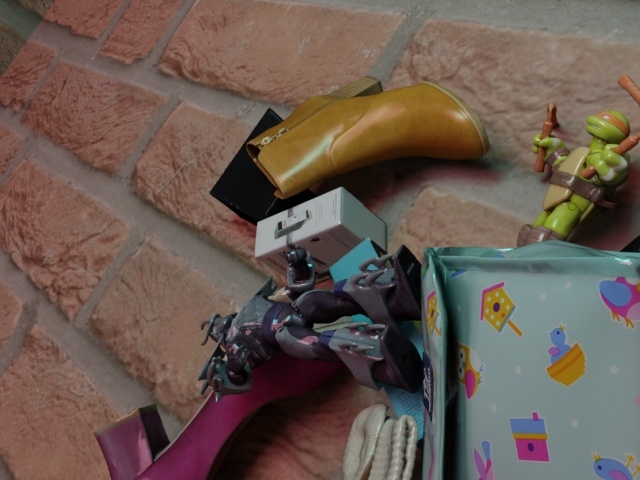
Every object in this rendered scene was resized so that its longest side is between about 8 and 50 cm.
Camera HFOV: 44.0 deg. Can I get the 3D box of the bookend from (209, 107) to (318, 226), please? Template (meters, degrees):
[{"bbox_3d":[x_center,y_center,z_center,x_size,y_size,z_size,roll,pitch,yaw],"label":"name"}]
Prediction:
[{"bbox_3d":[-0.054,-0.091,1.121,0.156,0.072,0.157,27,81,48],"label":"bookend"}]

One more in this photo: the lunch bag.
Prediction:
[{"bbox_3d":[0.159,0.112,0.575,0.262,0.160,0.223,2,94,56],"label":"lunch bag"}]

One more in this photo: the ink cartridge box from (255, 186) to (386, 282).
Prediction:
[{"bbox_3d":[0.000,0.000,0.984,0.135,0.099,0.056,-22,50,32],"label":"ink cartridge box"}]

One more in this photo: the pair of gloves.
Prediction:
[{"bbox_3d":[0.028,0.263,0.702,0.204,0.042,0.240,117,168,-80],"label":"pair of gloves"}]

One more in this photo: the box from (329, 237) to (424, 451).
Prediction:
[{"bbox_3d":[0.094,0.112,0.816,0.060,0.100,0.244,-39,43,13],"label":"box"}]

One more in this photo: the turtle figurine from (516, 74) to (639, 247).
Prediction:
[{"bbox_3d":[0.243,-0.045,0.784,0.217,0.087,0.269,-60,8,7],"label":"turtle figurine"}]

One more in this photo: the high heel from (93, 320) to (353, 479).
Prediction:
[{"bbox_3d":[-0.080,0.233,0.927,0.377,0.127,0.181,-28,80,16],"label":"high heel"}]

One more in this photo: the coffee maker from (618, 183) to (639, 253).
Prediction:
[{"bbox_3d":[0.272,0.064,0.692,0.178,0.120,0.171,-38,19,14],"label":"coffee maker"}]

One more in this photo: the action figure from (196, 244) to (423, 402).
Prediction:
[{"bbox_3d":[-0.023,0.081,0.793,0.285,0.099,0.185,-8,46,40],"label":"action figure"}]

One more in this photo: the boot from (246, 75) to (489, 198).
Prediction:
[{"bbox_3d":[0.044,-0.110,0.969,0.211,0.104,0.295,-35,33,-15],"label":"boot"}]
